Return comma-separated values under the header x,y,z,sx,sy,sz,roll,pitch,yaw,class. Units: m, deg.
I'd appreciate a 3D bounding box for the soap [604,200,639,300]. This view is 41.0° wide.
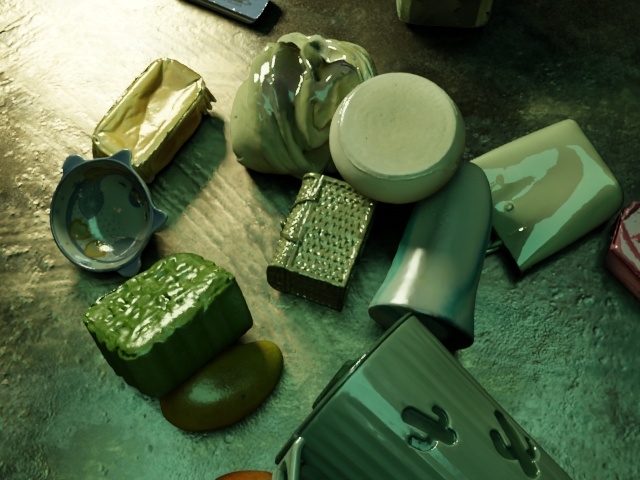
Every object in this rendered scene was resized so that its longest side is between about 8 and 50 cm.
x,y,z,sx,sy,sz,roll,pitch,yaw,class
0.619,0.041,1.517,0.162,0.099,0.250,-41,72,-6,soap

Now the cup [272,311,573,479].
x,y,z,sx,sy,sz,roll,pitch,yaw,class
0.129,0.368,1.291,0.392,0.310,0.401,42,80,11,cup

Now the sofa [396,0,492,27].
x,y,z,sx,sy,sz,roll,pitch,yaw,class
0.253,-0.547,1.695,0.210,0.225,0.176,4,72,6,sofa

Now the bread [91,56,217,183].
x,y,z,sx,sy,sz,roll,pitch,yaw,class
-0.321,-0.227,1.643,0.136,0.107,0.241,31,72,10,bread

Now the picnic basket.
x,y,z,sx,sy,sz,roll,pitch,yaw,class
0.000,0.000,1.529,0.154,0.134,0.196,20,70,6,picnic basket

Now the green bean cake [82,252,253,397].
x,y,z,sx,sy,sz,roll,pitch,yaw,class
-0.255,0.130,1.452,0.248,0.125,0.222,-34,32,-23,green bean cake

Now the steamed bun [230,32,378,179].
x,y,z,sx,sy,sz,roll,pitch,yaw,class
-0.021,-0.263,1.600,0.275,0.206,0.320,26,75,10,steamed bun

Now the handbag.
x,y,z,sx,sy,sz,roll,pitch,yaw,class
0.373,-0.075,1.567,0.315,0.109,0.241,-26,68,-5,handbag

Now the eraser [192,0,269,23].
x,y,z,sx,sy,sz,roll,pitch,yaw,class
-0.211,-0.523,1.798,0.225,0.036,0.082,25,73,11,eraser

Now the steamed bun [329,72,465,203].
x,y,z,sx,sy,sz,roll,pitch,yaw,class
0.131,-0.165,1.472,0.232,0.145,0.231,-1,70,3,steamed bun

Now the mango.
x,y,z,sx,sy,sz,roll,pitch,yaw,class
-0.163,0.245,1.457,0.227,0.099,0.136,-24,62,-17,mango

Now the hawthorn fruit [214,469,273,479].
x,y,z,sx,sy,sz,roll,pitch,yaw,class
-0.134,0.440,1.345,0.194,0.157,0.157,-5,68,9,hawthorn fruit

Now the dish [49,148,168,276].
x,y,z,sx,sy,sz,roll,pitch,yaw,class
-0.371,-0.047,1.566,0.228,0.086,0.236,-9,87,13,dish

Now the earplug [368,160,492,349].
x,y,z,sx,sy,sz,roll,pitch,yaw,class
0.220,0.007,1.487,0.185,0.185,0.324,18,71,9,earplug
